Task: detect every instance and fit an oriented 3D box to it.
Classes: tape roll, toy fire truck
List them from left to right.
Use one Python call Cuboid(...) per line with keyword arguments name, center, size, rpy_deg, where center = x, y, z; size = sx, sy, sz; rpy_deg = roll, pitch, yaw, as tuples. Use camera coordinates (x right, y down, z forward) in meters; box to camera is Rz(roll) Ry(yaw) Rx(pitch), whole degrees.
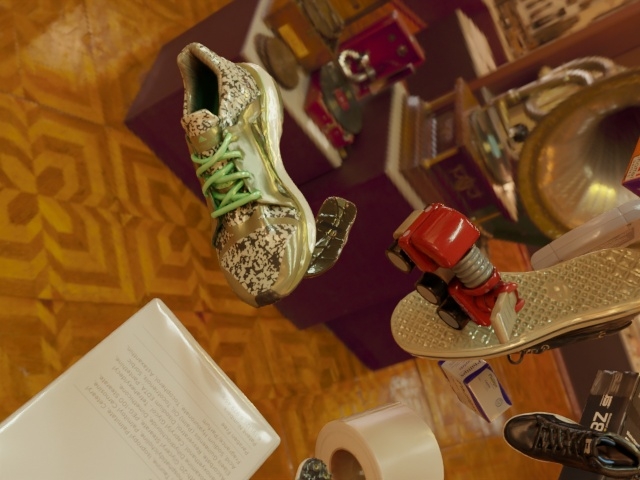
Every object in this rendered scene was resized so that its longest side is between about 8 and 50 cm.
Cuboid(name="tape roll", center=(0.124, 0.493, 1.645), size=(0.169, 0.246, 0.246), rpy_deg=(-9, 76, -35))
Cuboid(name="toy fire truck", center=(0.234, 0.058, 1.195), size=(0.158, 0.246, 0.217), rpy_deg=(-46, 105, -16))

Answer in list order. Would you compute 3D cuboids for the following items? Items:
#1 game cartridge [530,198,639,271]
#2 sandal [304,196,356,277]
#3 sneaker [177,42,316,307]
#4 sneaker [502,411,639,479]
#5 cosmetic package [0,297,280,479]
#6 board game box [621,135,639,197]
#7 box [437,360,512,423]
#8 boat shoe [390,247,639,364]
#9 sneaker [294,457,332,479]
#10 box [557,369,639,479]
Cuboid(name="game cartridge", center=(0.648, 0.008, 1.811), size=(0.060, 0.294, 0.196), rpy_deg=(64, 12, 21))
Cuboid(name="sandal", center=(0.000, 0.000, 1.373), size=(0.090, 0.060, 0.219), rpy_deg=(26, 44, 4))
Cuboid(name="sneaker", center=(-0.133, -0.101, 1.036), size=(0.182, 0.158, 0.410), rpy_deg=(30, 38, -55))
Cuboid(name="sneaker", center=(0.390, 0.309, 1.160), size=(0.121, 0.217, 0.079), rpy_deg=(53, 51, -66))
Cuboid(name="cosmetic package", center=(-0.352, 0.367, 1.237), size=(0.327, 0.329, 0.394), rpy_deg=(50, 52, -4))
Cuboid(name="board game box", center=(0.827, -0.184, 1.299), size=(0.356, 0.356, 0.356), rpy_deg=(31, 73, -14))
Cuboid(name="box", center=(0.349, 0.326, 1.718), size=(0.126, 0.072, 0.137), rpy_deg=(57, -11, -21))
Cuboid(name="boat shoe", center=(0.387, 0.142, 1.451), size=(0.156, 0.501, 0.186), rpy_deg=(68, 10, -56))
Cuboid(name="sneaker", center=(-0.018, 0.482, 1.255), size=(0.085, 0.086, 0.237), rpy_deg=(-1, 85, -40))
Cuboid(name="box", center=(0.595, 0.485, 1.411), size=(0.395, 0.097, 0.318), rpy_deg=(48, 57, -25))
